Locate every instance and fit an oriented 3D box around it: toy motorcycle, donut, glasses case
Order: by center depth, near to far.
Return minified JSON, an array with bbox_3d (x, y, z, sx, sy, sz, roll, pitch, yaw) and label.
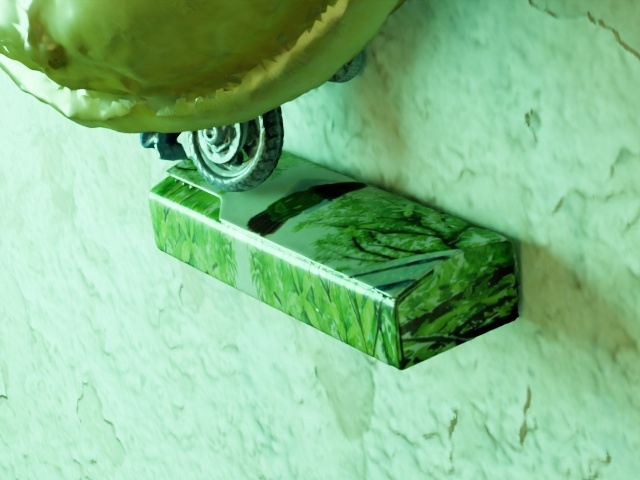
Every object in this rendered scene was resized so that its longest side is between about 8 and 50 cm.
[{"bbox_3d":[-0.079,-0.276,0.930,0.449,0.198,0.448,1,92,41],"label":"donut"},{"bbox_3d":[-0.043,-0.152,1.093,0.135,0.092,0.254,39,117,33],"label":"toy motorcycle"},{"bbox_3d":[0.000,0.000,1.098,0.272,0.095,0.062,22,126,50],"label":"glasses case"}]
